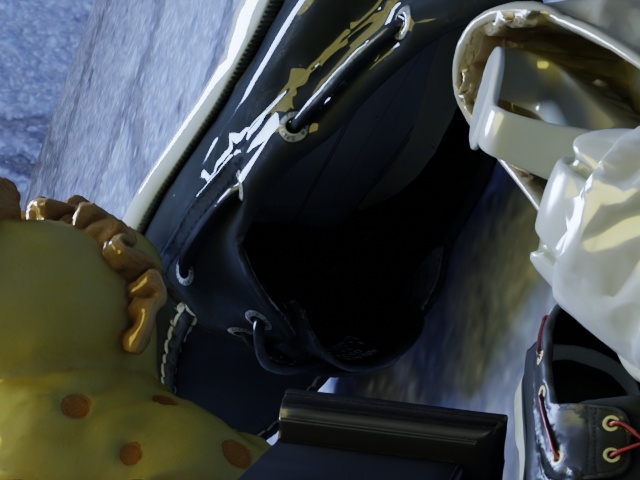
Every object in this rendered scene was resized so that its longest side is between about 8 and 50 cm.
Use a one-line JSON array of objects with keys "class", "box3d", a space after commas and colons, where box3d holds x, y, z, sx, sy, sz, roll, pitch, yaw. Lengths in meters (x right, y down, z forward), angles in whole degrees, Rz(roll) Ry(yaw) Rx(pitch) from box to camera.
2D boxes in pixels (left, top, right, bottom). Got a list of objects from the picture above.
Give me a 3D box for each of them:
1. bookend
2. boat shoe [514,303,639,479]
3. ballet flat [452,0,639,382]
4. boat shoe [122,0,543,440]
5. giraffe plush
[{"class": "bookend", "box3d": [0.002, 0.136, 0.438, 0.156, 0.072, 0.157, -26, -59, -76]}, {"class": "boat shoe", "box3d": [0.082, 0.062, 0.451, 0.133, 0.049, 0.042, -92, 16, -59]}, {"class": "ballet flat", "box3d": [0.088, -0.012, 0.449, 0.248, 0.086, 0.086, -108, 38, -63]}, {"class": "boat shoe", "box3d": [0.004, 0.000, 0.665, 0.340, 0.127, 0.113, -60, 43, 34]}, {"class": "giraffe plush", "box3d": [-0.102, 0.068, 0.584, 0.170, 0.210, 0.181, 61, 177, 19]}]
